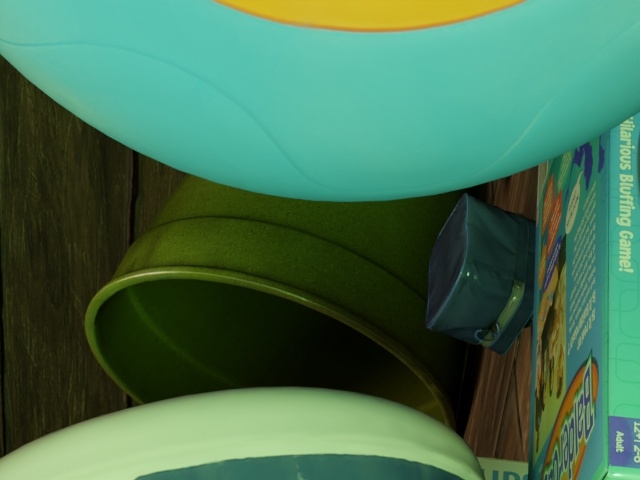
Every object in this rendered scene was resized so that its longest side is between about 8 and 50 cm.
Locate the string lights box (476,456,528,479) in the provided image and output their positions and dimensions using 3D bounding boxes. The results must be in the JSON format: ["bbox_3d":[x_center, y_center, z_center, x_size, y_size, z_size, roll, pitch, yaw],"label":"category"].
[{"bbox_3d":[0.075,0.261,0.768,0.133,0.077,0.259,92,-176,-58],"label":"string lights box"}]

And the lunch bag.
[{"bbox_3d":[0.111,0.025,0.924,0.098,0.065,0.067,-81,13,-46],"label":"lunch bag"}]

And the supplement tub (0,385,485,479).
[{"bbox_3d":[-0.021,0.236,0.506,0.228,0.228,0.316,95,167,-58],"label":"supplement tub"}]

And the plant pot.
[{"bbox_3d":[0.000,0.000,1.433,0.366,0.366,0.353,95,-167,-57],"label":"plant pot"}]

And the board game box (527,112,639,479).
[{"bbox_3d":[0.113,0.020,0.535,0.160,0.047,0.210,94,-178,-61],"label":"board game box"}]

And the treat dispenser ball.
[{"bbox_3d":[0.010,-0.155,0.415,0.288,0.288,0.288,6,-90,-89],"label":"treat dispenser ball"}]
